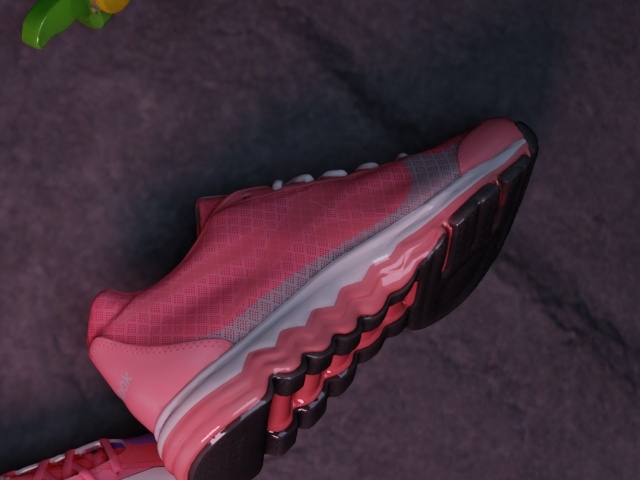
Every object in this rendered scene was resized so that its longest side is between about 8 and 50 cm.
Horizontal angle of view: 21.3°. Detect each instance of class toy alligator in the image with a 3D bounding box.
[{"bbox_3d":[-0.106,-0.182,0.951,0.190,0.056,0.051,-62,152,-8],"label":"toy alligator"}]

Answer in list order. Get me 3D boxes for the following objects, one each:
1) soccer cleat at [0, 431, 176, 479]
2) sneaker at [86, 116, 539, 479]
[{"bbox_3d":[-0.162,0.157,0.936,0.248,0.083,0.095,-32,99,-14],"label":"soccer cleat"},{"bbox_3d":[0.000,0.000,0.969,0.136,0.116,0.314,41,58,19],"label":"sneaker"}]
